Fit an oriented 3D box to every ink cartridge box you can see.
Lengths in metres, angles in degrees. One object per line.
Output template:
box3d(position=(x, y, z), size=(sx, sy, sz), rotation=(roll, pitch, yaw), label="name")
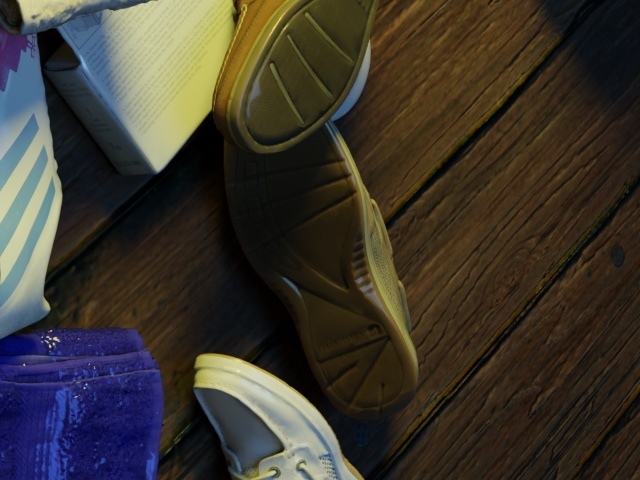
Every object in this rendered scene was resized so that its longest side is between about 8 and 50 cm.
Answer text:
box3d(position=(-0.141, -0.232, 1.690), size=(0.275, 0.060, 0.239), rotation=(-53, 124, -30), label="ink cartridge box")

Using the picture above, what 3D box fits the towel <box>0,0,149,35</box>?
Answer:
box3d(position=(-0.230, -0.293, 1.522), size=(0.187, 0.049, 0.282), rotation=(-23, 77, -43), label="towel")

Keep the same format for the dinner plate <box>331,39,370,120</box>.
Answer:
box3d(position=(0.002, -0.181, 1.860), size=(0.141, 0.017, 0.141), rotation=(0, 91, -43), label="dinner plate")

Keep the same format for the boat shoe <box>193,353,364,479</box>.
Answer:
box3d(position=(-0.036, 0.211, 1.780), size=(0.277, 0.098, 0.096), rotation=(51, 57, -34), label="boat shoe")

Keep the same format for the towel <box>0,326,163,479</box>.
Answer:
box3d(position=(-0.258, 0.185, 1.580), size=(0.308, 0.076, 0.227), rotation=(1, 90, -44), label="towel")

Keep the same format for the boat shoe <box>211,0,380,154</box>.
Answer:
box3d(position=(-0.019, -0.197, 1.703), size=(0.307, 0.104, 0.111), rotation=(-58, 137, -28), label="boat shoe")

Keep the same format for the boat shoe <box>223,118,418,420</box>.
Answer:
box3d(position=(0.000, 0.000, 1.813), size=(0.110, 0.121, 0.341), rotation=(-79, 153, -64), label="boat shoe")

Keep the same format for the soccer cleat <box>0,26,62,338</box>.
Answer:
box3d(position=(-0.265, -0.084, 1.558), size=(0.143, 0.116, 0.331), rotation=(6, 85, -66), label="soccer cleat")
